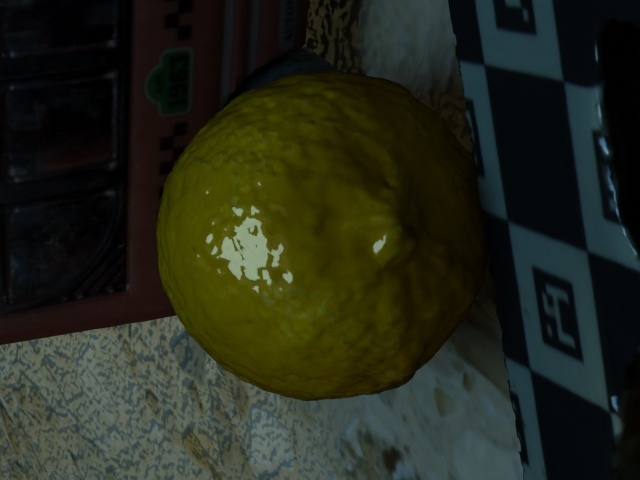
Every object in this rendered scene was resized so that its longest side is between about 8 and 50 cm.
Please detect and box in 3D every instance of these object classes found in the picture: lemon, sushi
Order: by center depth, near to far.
[{"bbox_3d":[0.156,0.038,0.559,0.343,0.064,0.359,-153,50,-67],"label":"sushi"},{"bbox_3d":[0.000,0.000,0.753,0.187,0.142,0.142,140,114,-71],"label":"lemon"}]

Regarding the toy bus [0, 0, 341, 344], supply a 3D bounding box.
[{"bbox_3d":[-0.121,-0.175,0.796,0.203,0.233,0.427,42,137,47],"label":"toy bus"}]
